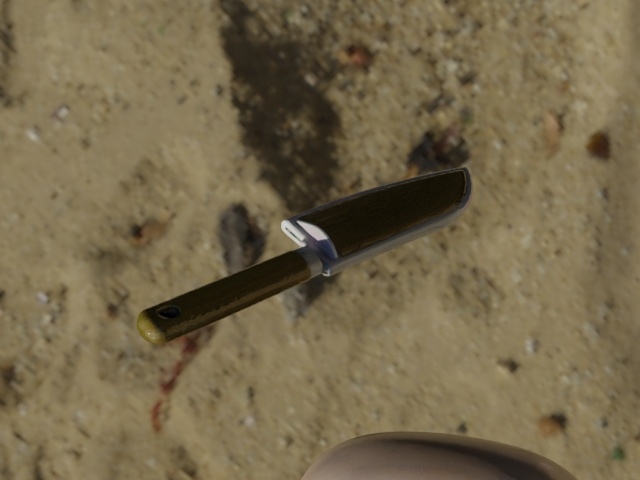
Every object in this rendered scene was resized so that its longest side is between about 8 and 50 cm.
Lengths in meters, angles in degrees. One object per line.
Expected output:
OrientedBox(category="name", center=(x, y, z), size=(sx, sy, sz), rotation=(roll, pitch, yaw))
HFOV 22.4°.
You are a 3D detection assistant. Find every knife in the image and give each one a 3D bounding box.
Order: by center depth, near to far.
OrientedBox(category="knife", center=(0.000, -0.001, 0.886), size=(0.256, 0.022, 0.046), rotation=(-23, 49, -37))

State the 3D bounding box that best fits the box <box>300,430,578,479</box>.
OrientedBox(category="box", center=(0.075, 0.184, 0.951), size=(0.200, 0.146, 0.088), rotation=(0, 21, 34))
